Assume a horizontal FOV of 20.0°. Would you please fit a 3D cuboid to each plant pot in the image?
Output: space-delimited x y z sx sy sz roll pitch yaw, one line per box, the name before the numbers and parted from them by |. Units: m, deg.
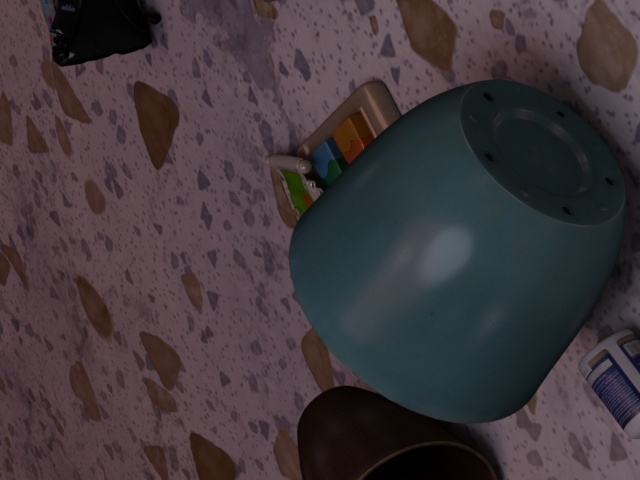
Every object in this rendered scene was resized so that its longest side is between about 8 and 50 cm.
plant pot | 0.152 -0.012 1.736 0.293 0.293 0.235 54 131 21
plant pot | 0.063 0.274 2.150 0.230 0.215 0.215 -134 34 -55

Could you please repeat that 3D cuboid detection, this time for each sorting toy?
sorting toy | 0.053 -0.060 2.081 0.193 0.038 0.208 63 149 7

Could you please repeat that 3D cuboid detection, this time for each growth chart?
growth chart | 0.000 0.000 2.188 0.237 0.021 0.172 67 164 -4

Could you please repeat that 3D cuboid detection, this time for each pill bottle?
pill bottle | 0.313 0.152 1.783 0.120 0.067 0.067 55 147 20

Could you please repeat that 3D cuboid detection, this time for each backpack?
backpack | -0.310 -0.327 2.382 0.115 0.152 0.182 -13 93 63
